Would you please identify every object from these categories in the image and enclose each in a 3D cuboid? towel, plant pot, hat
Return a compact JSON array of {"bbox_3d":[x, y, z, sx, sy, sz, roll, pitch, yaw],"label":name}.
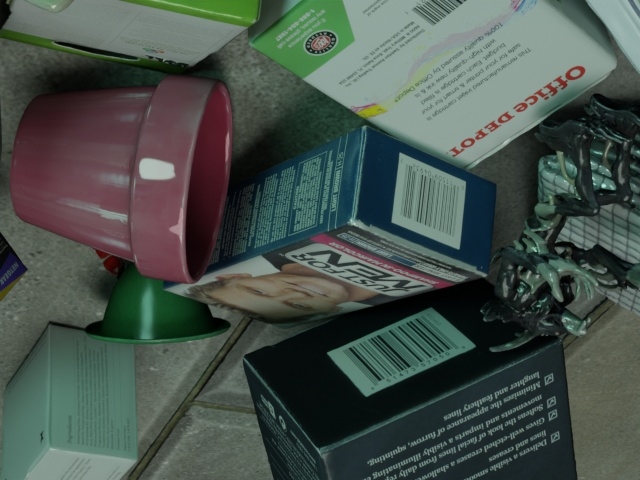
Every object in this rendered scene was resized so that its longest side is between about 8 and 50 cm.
[{"bbox_3d":[0.376,-0.005,1.313,0.284,0.121,0.235,30,160,24],"label":"towel"},{"bbox_3d":[-0.194,-0.068,1.192,0.180,0.201,0.201,8,143,7],"label":"plant pot"},{"bbox_3d":[-0.195,0.019,1.429,0.173,0.183,0.208,-1,-175,3],"label":"hat"}]

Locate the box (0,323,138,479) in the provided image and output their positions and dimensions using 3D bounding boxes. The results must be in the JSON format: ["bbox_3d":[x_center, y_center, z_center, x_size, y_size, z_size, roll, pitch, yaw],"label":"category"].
[{"bbox_3d":[-0.324,0.234,1.562,0.119,0.181,0.181,14,139,-28],"label":"box"}]

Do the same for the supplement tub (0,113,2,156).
[{"bbox_3d":[-0.358,-0.188,0.950,0.207,0.207,0.338,1,131,-10],"label":"supplement tub"}]

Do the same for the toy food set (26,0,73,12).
[{"bbox_3d":[-0.196,-0.329,0.798,0.092,0.219,0.306,17,156,34],"label":"toy food set"}]

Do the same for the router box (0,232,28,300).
[{"bbox_3d":[-0.492,0.009,1.236,0.309,0.081,0.243,-26,109,23],"label":"router box"}]

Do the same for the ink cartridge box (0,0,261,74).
[{"bbox_3d":[-0.175,-0.225,1.065,0.189,0.097,0.255,9,174,-20],"label":"ink cartridge box"}]

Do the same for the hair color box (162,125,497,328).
[{"bbox_3d":[0.000,0.000,1.271,0.174,0.105,0.347,21,157,-31],"label":"hair color box"}]

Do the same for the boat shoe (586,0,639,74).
[{"bbox_3d":[0.311,-0.221,1.122,0.094,0.109,0.302,-31,134,26],"label":"boat shoe"}]

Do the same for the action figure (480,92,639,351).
[{"bbox_3d":[0.246,0.009,1.163,0.164,0.141,0.275,-15,128,-39],"label":"action figure"}]

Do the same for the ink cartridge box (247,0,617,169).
[{"bbox_3d":[0.100,-0.203,1.101,0.201,0.117,0.278,-34,136,32],"label":"ink cartridge box"}]

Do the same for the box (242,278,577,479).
[{"bbox_3d":[0.117,0.277,1.400,0.294,0.212,0.395,-22,121,-17],"label":"box"}]
